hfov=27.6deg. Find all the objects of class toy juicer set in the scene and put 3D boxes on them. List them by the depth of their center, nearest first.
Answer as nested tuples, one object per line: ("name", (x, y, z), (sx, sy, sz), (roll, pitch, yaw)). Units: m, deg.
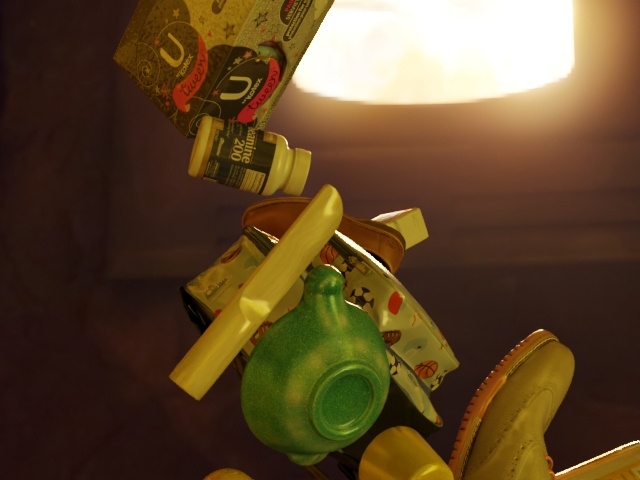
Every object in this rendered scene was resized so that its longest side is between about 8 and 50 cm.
("toy juicer set", (-0.030, 0.132, 1.039), (0.209, 0.329, 0.089), (-34, -148, -17))

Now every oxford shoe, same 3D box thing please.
("oxford shoe", (0.204, 0.272, 1.378), (0.147, 0.397, 0.140), (15, 149, 27))
("oxford shoe", (0.000, 0.000, 1.643), (0.212, 0.076, 0.076), (13, 124, 5))

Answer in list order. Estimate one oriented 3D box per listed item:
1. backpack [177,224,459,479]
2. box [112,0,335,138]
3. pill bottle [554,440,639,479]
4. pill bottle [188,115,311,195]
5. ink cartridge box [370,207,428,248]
("backpack", (-0.008, 0.099, 1.333), (0.263, 0.213, 0.276), (35, 166, 37))
("box", (-0.107, -0.263, 1.530), (0.142, 0.163, 0.247), (-9, 139, -50))
("pill bottle", (0.295, 0.331, 1.492), (0.246, 0.136, 0.136), (-17, 173, -24))
("pill bottle", (-0.074, -0.085, 1.374), (0.120, 0.067, 0.067), (15, 162, -10))
("ink cartridge box", (0.089, -0.002, 1.970), (0.122, 0.052, 0.088), (-28, -168, -39))
